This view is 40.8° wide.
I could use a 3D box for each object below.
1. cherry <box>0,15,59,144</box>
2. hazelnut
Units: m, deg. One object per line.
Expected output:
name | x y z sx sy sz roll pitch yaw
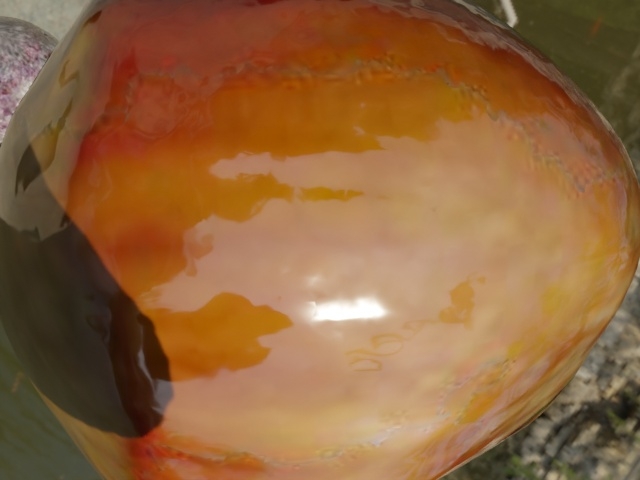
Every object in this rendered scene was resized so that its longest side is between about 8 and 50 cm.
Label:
cherry | -0.453 -0.231 1.227 0.195 0.195 0.195 -39 148 -29
hazelnut | -0.009 0.001 0.511 0.366 0.365 0.366 -39 148 -29
